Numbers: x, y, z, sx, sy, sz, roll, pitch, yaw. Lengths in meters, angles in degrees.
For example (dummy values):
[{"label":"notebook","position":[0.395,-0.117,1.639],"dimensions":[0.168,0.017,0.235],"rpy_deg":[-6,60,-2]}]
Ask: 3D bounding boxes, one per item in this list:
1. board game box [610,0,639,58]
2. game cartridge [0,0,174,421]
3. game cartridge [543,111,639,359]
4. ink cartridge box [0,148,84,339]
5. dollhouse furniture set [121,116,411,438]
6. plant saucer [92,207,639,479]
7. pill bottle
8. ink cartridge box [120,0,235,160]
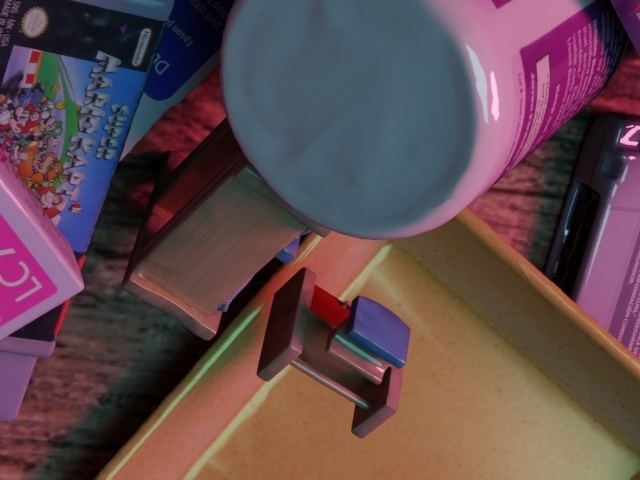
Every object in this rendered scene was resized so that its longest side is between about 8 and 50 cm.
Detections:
[{"label":"board game box","position":[0.221,-0.170,1.092],"dimensions":[0.347,0.056,0.208],"rpy_deg":[47,42,-53]},{"label":"game cartridge","position":[-0.225,-0.060,0.997],"dimensions":[0.230,0.068,0.355],"rpy_deg":[12,116,-21]},{"label":"game cartridge","position":[0.253,0.054,1.345],"dimensions":[0.196,0.060,0.294],"rpy_deg":[7,108,-26]},{"label":"ink cartridge box","position":[-0.306,0.031,0.957],"dimensions":[0.311,0.065,0.186],"rpy_deg":[-30,126,3]},{"label":"dollhouse furniture set","position":[0.000,0.000,1.093],"dimensions":[0.183,0.129,0.129],"rpy_deg":[34,129,-19]},{"label":"plant saucer","position":[0.060,0.166,1.212],"dimensions":[0.333,0.081,0.333],"rpy_deg":[41,90,-2]},{"label":"pill bottle","position":[0.083,-0.127,1.042],"dimensions":[0.301,0.169,0.169],"rpy_deg":[-37,133,-54]},{"label":"ink cartridge box","position":[-0.128,-0.233,1.009],"dimensions":[0.307,0.072,0.303],"rpy_deg":[-43,125,7]}]
